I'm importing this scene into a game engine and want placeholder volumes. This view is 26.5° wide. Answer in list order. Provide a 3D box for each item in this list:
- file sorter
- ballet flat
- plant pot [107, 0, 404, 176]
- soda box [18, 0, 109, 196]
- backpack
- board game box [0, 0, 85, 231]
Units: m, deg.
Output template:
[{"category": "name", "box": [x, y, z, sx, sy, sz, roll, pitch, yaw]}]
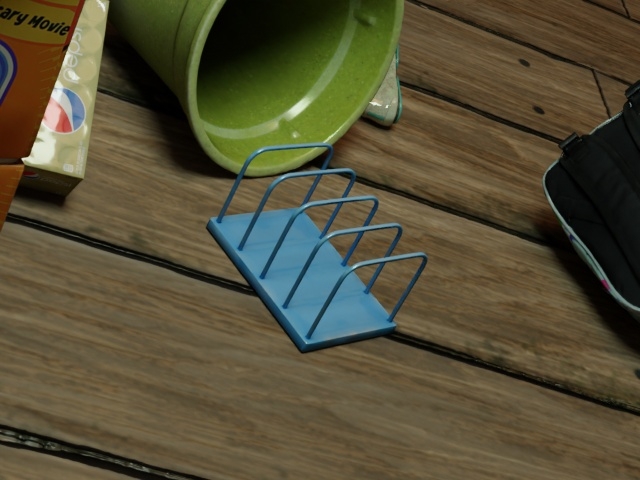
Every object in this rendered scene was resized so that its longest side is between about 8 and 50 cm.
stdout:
[{"category": "file sorter", "box": [0.000, 0.000, 1.267, 0.118, 0.104, 0.170, -7, 47, -43]}, {"category": "ballet flat", "box": [0.068, -0.198, 1.630, 0.052, 0.057, 0.168, 11, 36, -8]}, {"category": "plant pot", "box": [-0.099, -0.247, 1.416, 0.276, 0.276, 0.254, -10, 37, -44]}, {"category": "soda box", "box": [-0.240, -0.137, 1.237, 0.061, 0.058, 0.181, 13, 69, -23]}, {"category": "backpack", "box": [0.391, -0.018, 1.469, 0.191, 0.225, 0.254, 40, 17, -46]}, {"category": "board game box", "box": [-0.426, -0.170, 0.952, 0.356, 0.356, 0.357, -2, 44, -37]}]
